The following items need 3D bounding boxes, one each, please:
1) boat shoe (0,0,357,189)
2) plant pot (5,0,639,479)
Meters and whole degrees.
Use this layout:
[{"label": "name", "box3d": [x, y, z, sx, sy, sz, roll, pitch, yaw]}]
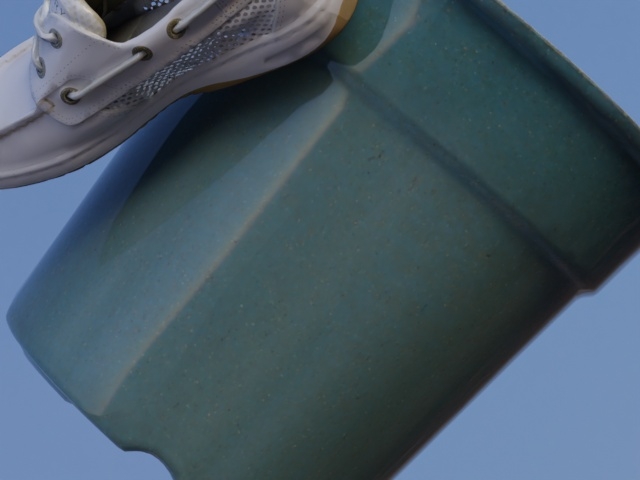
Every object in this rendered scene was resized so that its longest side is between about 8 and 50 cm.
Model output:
[{"label": "boat shoe", "box3d": [-0.118, -0.119, 1.039, 0.277, 0.098, 0.096, -25, -44, 19]}, {"label": "plant pot", "box3d": [0.000, 0.000, 1.174, 0.334, 0.341, 0.341, -49, -29, 0]}]
